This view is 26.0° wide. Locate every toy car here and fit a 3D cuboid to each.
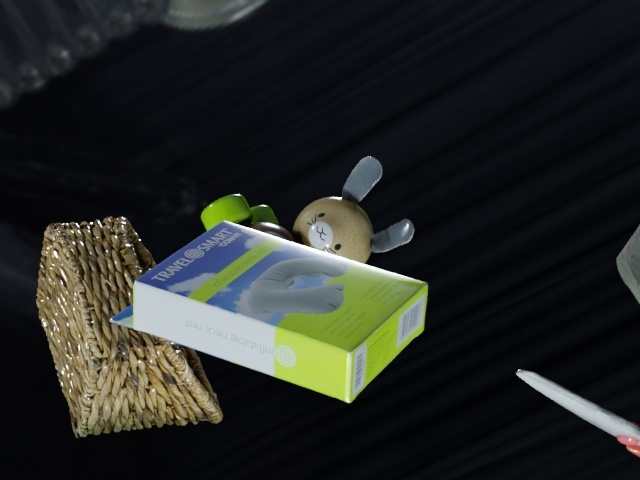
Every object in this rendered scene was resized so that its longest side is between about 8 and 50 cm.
[{"bbox_3d":[0.000,0.000,1.449,0.155,0.188,0.149,63,-166,15],"label":"toy car"}]

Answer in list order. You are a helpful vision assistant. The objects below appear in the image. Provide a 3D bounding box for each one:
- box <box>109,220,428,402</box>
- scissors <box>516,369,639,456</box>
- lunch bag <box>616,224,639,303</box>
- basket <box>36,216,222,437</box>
[{"bbox_3d":[-0.034,0.039,0.890,0.109,0.178,0.042,-37,-43,-52],"label":"box"},{"bbox_3d":[0.220,0.143,0.978,0.297,0.109,0.021,22,-107,-28],"label":"scissors"},{"bbox_3d":[0.420,-0.010,1.107,0.235,0.287,0.169,104,149,-57],"label":"lunch bag"},{"bbox_3d":[-0.264,0.104,1.985,0.223,0.213,0.299,-3,-139,-23],"label":"basket"}]
